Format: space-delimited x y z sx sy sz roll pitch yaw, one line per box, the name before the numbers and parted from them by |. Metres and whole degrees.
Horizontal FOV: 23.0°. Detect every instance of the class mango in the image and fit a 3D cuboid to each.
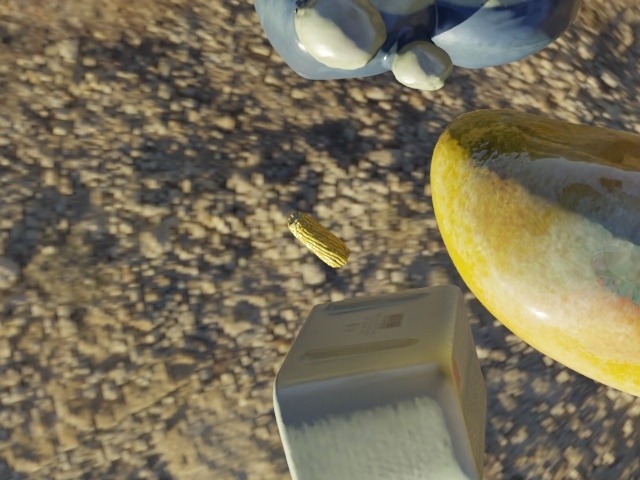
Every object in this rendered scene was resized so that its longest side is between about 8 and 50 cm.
mango | 0.255 0.003 1.440 0.384 0.199 0.221 38 108 22

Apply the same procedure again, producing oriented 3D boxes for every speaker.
speaker | 0.077 0.169 1.739 0.184 0.406 0.183 -13 98 9

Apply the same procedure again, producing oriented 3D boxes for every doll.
doll | 0.075 -0.201 1.175 0.258 0.154 0.228 -16 59 -18

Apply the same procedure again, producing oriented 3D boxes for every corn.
corn | 0.000 0.000 1.513 0.027 0.083 0.028 -49 35 2
